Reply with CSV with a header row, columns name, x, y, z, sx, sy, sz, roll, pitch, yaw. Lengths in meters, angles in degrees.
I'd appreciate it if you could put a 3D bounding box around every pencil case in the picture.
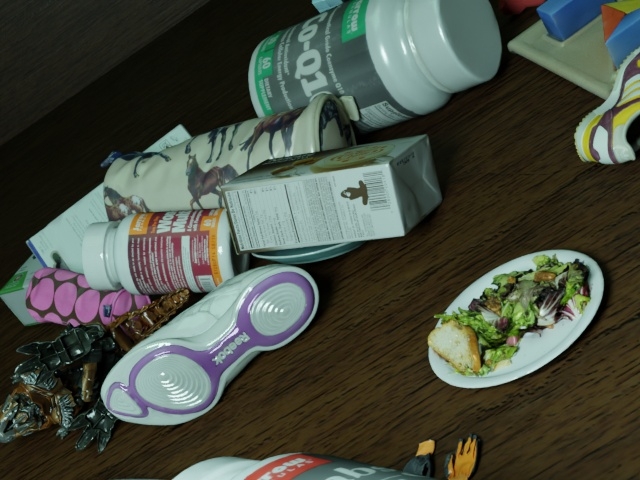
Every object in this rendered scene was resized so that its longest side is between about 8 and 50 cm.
name,x,y,z,sx,sy,sz,roll,pitch,yaw
pencil case,-0.134,-0.103,1.694,0.410,0.160,0.184,-13,53,25
pencil case,-0.364,0.100,1.726,0.209,0.095,0.098,8,76,39

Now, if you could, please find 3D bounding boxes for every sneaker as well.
name,x,y,z,sx,sy,sz,roll,pitch,yaw
sneaker,-0.137,0.131,1.433,0.305,0.114,0.152,-31,12,-1
sneaker,0.376,-0.156,1.304,0.084,0.069,0.185,13,59,48

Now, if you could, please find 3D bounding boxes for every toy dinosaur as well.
name,x,y,z,sx,sy,sz,roll,pitch,yaw
toy dinosaur,-0.329,0.168,1.557,0.322,0.164,0.218,-58,8,3

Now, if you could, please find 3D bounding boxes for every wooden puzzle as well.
name,x,y,z,sx,sy,sz,roll,pitch,yaw
wooden puzzle,0.438,-0.340,1.523,0.322,0.080,0.348,-37,24,-1

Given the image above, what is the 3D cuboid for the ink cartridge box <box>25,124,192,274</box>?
name,x,y,z,sx,sy,sz,roll,pitch,yaw
ink cartridge box,-0.315,-0.034,1.884,0.332,0.065,0.165,-37,64,-5

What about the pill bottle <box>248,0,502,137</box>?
name,x,y,z,sx,sy,sz,roll,pitch,yaw
pill bottle,0.081,-0.273,1.721,0.361,0.204,0.204,-16,31,38

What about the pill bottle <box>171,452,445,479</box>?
name,x,y,z,sx,sy,sz,roll,pitch,yaw
pill bottle,0.021,0.268,0.820,0.363,0.210,0.210,-1,41,51

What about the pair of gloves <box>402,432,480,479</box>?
name,x,y,z,sx,sy,sz,roll,pitch,yaw
pair of gloves,0.111,0.211,1.049,0.083,0.010,0.074,-18,30,36

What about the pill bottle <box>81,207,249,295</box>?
name,x,y,z,sx,sy,sz,roll,pitch,yaw
pill bottle,-0.222,0.018,1.613,0.221,0.121,0.121,-3,33,12

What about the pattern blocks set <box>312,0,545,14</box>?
name,x,y,z,sx,sy,sz,roll,pitch,yaw
pattern blocks set,0.166,-0.382,1.770,0.324,0.285,0.026,-15,66,30

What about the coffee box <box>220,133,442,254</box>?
name,x,y,z,sx,sy,sz,roll,pitch,yaw
coffee box,0.014,-0.059,1.460,0.246,0.098,0.141,-6,16,30

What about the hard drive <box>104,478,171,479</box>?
name,x,y,z,sx,sy,sz,roll,pitch,yaw
hard drive,-0.245,0.342,1.229,0.254,0.054,0.172,-13,34,42

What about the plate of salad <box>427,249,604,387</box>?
name,x,y,z,sx,sy,sz,roll,pitch,yaw
plate of salad,0.193,0.070,1.148,0.199,0.048,0.200,-30,24,15

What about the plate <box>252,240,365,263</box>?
name,x,y,z,sx,sy,sz,roll,pitch,yaw
plate,0.000,0.000,1.500,0.188,0.024,0.188,-14,14,4

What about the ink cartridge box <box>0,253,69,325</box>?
name,x,y,z,sx,sy,sz,roll,pitch,yaw
ink cartridge box,-0.446,0.044,1.989,0.153,0.087,0.208,-14,32,39
